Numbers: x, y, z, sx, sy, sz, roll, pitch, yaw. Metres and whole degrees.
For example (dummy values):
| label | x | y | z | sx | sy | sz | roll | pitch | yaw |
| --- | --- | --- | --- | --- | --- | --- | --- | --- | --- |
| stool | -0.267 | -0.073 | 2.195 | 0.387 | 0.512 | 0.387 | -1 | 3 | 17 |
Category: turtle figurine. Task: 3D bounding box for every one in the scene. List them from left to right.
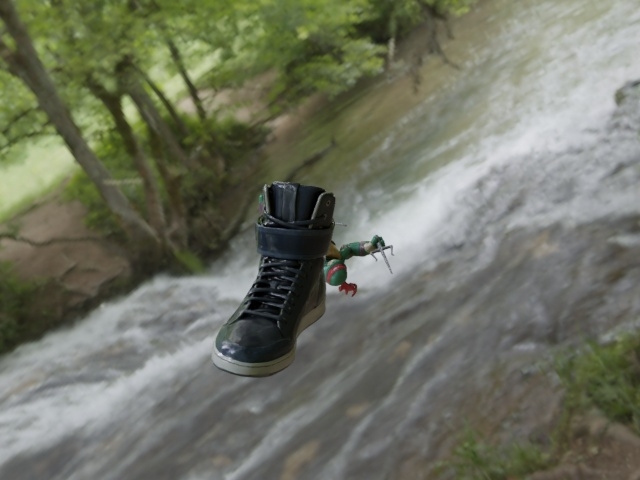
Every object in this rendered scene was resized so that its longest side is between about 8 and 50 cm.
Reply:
| label | x | y | z | sx | sy | sz | roll | pitch | yaw |
| --- | --- | --- | --- | --- | --- | --- | --- | --- | --- |
| turtle figurine | 0.000 | 0.000 | 1.393 | 0.118 | 0.175 | 0.234 | -56 | 44 | 12 |

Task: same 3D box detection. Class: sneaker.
| label | x | y | z | sx | sy | sz | roll | pitch | yaw |
| --- | --- | --- | --- | --- | --- | --- | --- | --- | --- |
| sneaker | -0.046 | 0.029 | 0.896 | 0.086 | 0.163 | 0.226 | 11 | 21 | 13 |
